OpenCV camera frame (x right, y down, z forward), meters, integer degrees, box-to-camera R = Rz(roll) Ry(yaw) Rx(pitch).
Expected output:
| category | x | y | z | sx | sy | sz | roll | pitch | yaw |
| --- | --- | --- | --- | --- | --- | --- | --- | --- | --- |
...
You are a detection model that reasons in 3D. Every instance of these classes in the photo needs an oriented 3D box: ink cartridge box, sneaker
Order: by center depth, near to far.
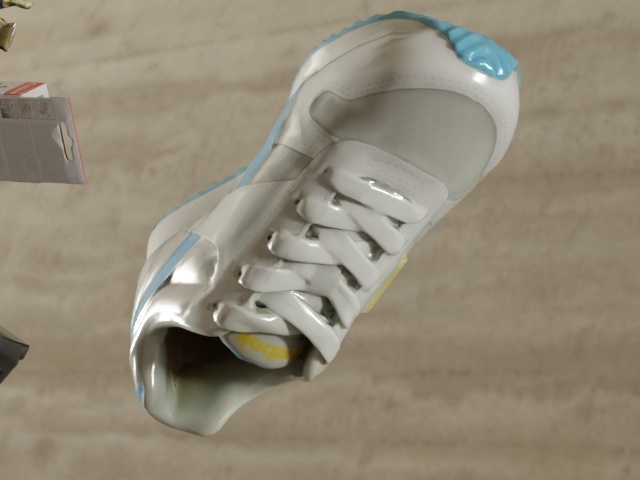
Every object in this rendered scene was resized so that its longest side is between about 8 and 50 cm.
| category | x | y | z | sx | sy | sz | roll | pitch | yaw |
| --- | --- | --- | --- | --- | --- | --- | --- | --- | --- |
| sneaker | 0.000 | 0.000 | 0.597 | 0.087 | 0.092 | 0.228 | 25 | -42 | -21 |
| ink cartridge box | -0.198 | -0.072 | 0.997 | 0.115 | 0.029 | 0.063 | 5 | -65 | 29 |

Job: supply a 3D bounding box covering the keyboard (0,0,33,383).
| category | x | y | z | sx | sy | sz | roll | pitch | yaw |
| --- | --- | --- | --- | --- | --- | --- | --- | --- | --- |
| keyboard | -0.211 | -0.042 | 0.408 | 0.317 | 0.201 | 0.033 | 32 | -24 | 16 |
